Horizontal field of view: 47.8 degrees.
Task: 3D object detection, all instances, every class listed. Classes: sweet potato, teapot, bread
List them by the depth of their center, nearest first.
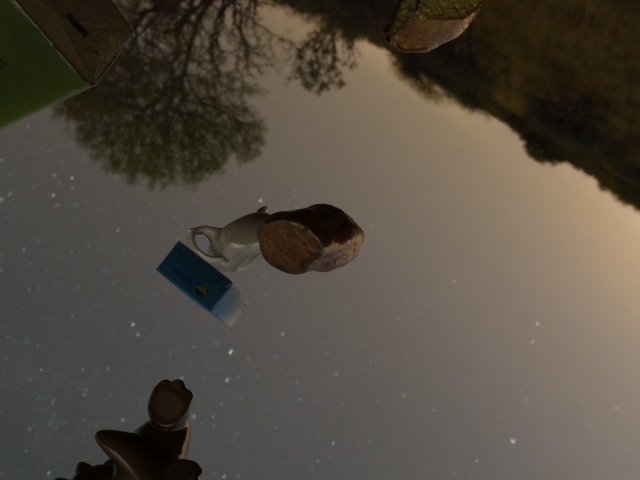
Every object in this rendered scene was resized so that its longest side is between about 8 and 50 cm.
[{"bbox_3d":[0.000,0.000,0.975,0.097,0.097,0.252,39,-166,20],"label":"sweet potato"},{"bbox_3d":[0.209,-0.417,1.191,0.134,0.260,0.129,21,169,-16],"label":"bread"},{"bbox_3d":[-0.224,-0.005,1.943,0.300,0.208,0.165,-8,-105,-48],"label":"teapot"}]

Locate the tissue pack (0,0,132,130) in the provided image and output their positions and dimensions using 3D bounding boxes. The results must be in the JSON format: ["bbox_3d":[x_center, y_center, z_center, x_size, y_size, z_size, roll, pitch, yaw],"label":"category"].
[{"bbox_3d":[-0.456,-0.299,1.059,0.200,0.275,0.167,53,-140,-33],"label":"tissue pack"}]

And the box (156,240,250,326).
[{"bbox_3d":[-0.226,0.091,1.419,0.139,0.073,0.194,35,170,13],"label":"box"}]

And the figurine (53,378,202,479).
[{"bbox_3d":[-0.232,0.306,0.828,0.173,0.247,0.177,-2,-137,-15],"label":"figurine"}]
